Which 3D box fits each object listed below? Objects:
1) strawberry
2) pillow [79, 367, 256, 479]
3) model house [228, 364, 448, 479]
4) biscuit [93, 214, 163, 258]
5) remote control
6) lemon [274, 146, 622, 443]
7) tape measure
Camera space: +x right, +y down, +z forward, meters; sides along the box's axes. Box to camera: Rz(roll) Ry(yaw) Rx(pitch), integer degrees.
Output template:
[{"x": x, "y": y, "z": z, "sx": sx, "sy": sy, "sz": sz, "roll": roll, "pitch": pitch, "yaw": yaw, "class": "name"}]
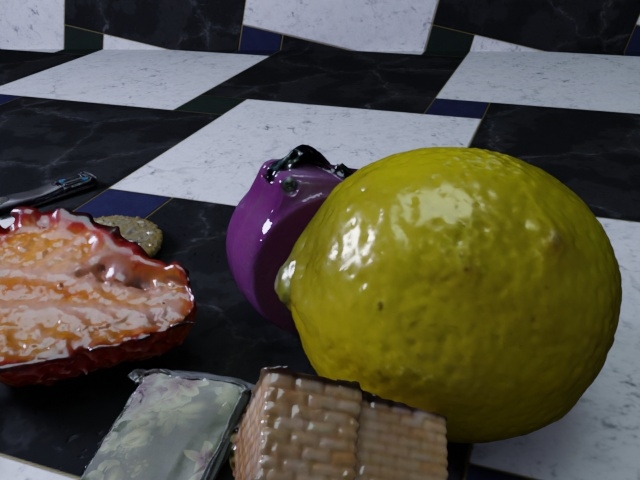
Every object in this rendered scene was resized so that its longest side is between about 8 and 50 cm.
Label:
[{"x": -0.315, "y": 0.079, "z": 0.877, "sx": 0.280, "sy": 0.150, "sz": 0.253, "roll": -10, "pitch": 50, "yaw": -20, "class": "strawberry"}, {"x": -0.164, "y": 0.222, "z": 0.683, "sx": 0.169, "sy": 0.059, "sz": 0.255, "roll": 7, "pitch": 31, "yaw": 12, "class": "pillow"}, {"x": 0.011, "y": 0.229, "z": 0.575, "sx": 0.182, "sy": 0.166, "sz": 0.172, "roll": 12, "pitch": 49, "yaw": -10, "class": "model house"}, {"x": -0.366, "y": 0.013, "z": 1.113, "sx": 0.219, "sy": 0.033, "sz": 0.220, "roll": -2, "pitch": 29, "yaw": 1, "class": "biscuit"}, {"x": -0.537, "y": -0.091, "z": 1.321, "sx": 0.212, "sy": 0.028, "sz": 0.059, "roll": -26, "pitch": 37, "yaw": -38, "class": "remote control"}, {"x": 0.137, "y": 0.053, "z": 0.721, "sx": 0.336, "sy": 0.336, "sz": 0.336, "roll": -1, "pitch": 28, "yaw": 1, "class": "lemon"}, {"x": 0.000, "y": 0.000, "z": 0.895, "sx": 0.231, "sy": 0.245, "sz": 0.149, "roll": 2, "pitch": 23, "yaw": -29, "class": "tape measure"}]
